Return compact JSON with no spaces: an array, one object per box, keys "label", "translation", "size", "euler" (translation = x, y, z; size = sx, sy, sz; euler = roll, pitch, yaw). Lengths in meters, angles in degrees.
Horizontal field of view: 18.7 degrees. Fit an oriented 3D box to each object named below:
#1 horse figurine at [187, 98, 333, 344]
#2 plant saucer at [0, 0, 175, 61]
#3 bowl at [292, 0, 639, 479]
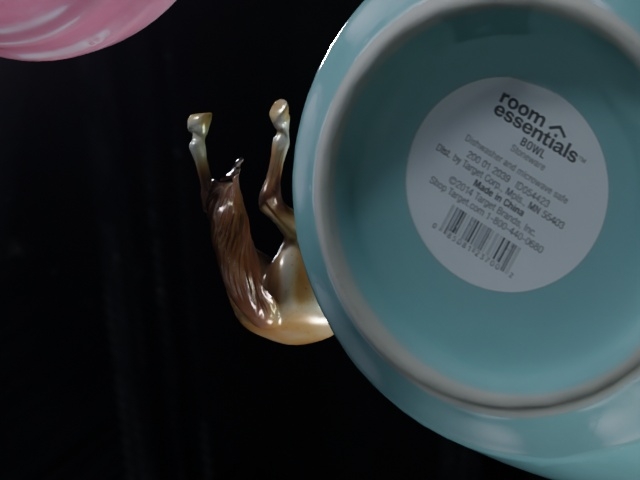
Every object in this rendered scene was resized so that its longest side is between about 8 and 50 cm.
[{"label":"horse figurine","translation":[0.000,0.000,1.179],"size":[0.066,0.263,0.174],"euler":[-11,-91,32]},{"label":"plant saucer","translation":[-0.189,-0.251,1.009],"size":[0.332,0.084,0.332],"euler":[15,-64,33]},{"label":"bowl","translation":[0.111,-0.022,0.856],"size":[0.311,0.163,0.312],"euler":[4,-81,27]}]
